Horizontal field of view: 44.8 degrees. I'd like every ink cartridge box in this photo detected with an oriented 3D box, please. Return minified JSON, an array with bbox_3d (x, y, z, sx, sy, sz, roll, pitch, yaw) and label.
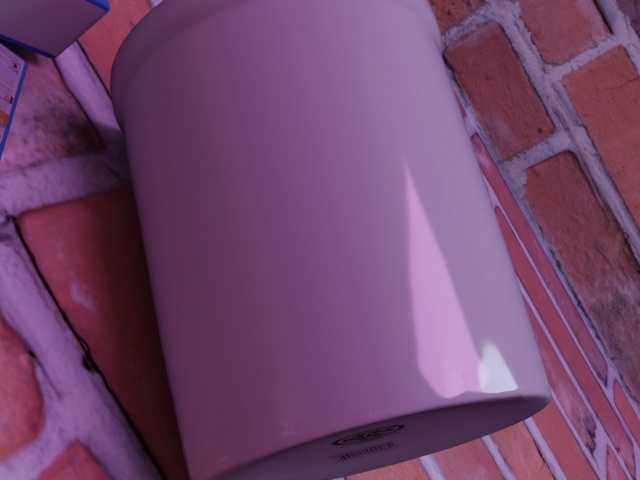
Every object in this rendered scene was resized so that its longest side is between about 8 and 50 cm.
[{"bbox_3d":[-0.295,-0.285,0.693,0.148,0.086,0.203,13,48,-59],"label":"ink cartridge box"}]

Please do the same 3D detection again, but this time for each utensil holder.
[{"bbox_3d":[0.000,0.000,0.703,0.327,0.327,0.385,21,48,-54],"label":"utensil holder"}]

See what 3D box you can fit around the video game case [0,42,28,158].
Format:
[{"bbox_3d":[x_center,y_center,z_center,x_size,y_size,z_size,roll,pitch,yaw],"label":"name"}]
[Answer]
[{"bbox_3d":[-0.302,-0.125,0.621,0.119,0.015,0.166,39,33,-40],"label":"video game case"}]
